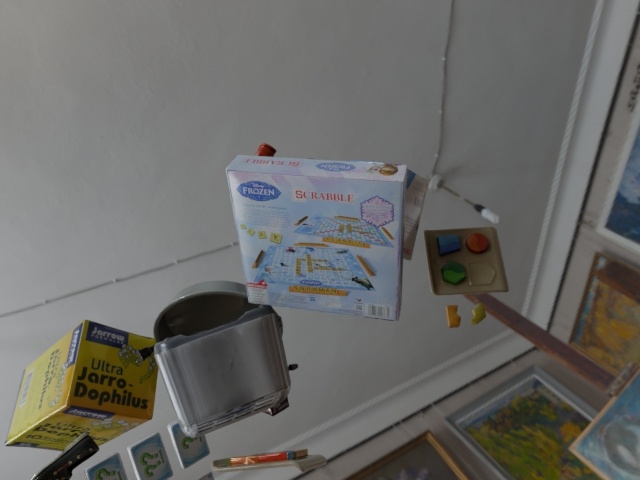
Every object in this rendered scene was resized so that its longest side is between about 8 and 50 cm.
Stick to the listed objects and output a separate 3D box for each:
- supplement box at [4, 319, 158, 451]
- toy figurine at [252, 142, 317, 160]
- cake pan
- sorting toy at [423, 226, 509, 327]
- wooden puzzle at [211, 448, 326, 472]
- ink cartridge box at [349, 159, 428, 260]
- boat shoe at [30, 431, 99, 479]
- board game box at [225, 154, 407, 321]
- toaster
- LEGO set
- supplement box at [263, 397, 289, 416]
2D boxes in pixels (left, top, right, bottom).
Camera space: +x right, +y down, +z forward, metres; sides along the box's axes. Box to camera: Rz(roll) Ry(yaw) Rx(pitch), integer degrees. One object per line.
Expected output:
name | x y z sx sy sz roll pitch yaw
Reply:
supplement box | -0.558 0.358 1.241 0.194 0.195 0.356 26 -45 -37
toy figurine | -0.076 -0.108 1.244 0.148 0.213 0.209 -65 -21 -10
cake pan | -0.234 0.198 1.227 0.293 0.054 0.293 -4 -47 -5
sorting toy | 0.425 0.096 1.519 0.229 0.307 0.041 -1 -28 -1
wooden puzzle | -0.124 0.556 1.339 0.238 0.044 0.221 -6 -19 15
ink cartridge box | 0.162 -0.078 1.432 0.171 0.168 0.233 16 -93 -53
boat shoe | -0.439 0.388 0.891 0.133 0.042 0.049 -41 -12 -28
board game box | 0.000 0.000 1.007 0.318 0.066 0.318 6 -54 12
toaster | -0.151 0.198 0.801 0.227 0.129 0.146 -18 -98 -16
LEGO set | -0.229 0.416 0.804 0.182 0.060 0.244 -20 -81 -38
supplement box | -0.175 0.376 1.539 0.073 0.130 0.239 -17 -77 -45
